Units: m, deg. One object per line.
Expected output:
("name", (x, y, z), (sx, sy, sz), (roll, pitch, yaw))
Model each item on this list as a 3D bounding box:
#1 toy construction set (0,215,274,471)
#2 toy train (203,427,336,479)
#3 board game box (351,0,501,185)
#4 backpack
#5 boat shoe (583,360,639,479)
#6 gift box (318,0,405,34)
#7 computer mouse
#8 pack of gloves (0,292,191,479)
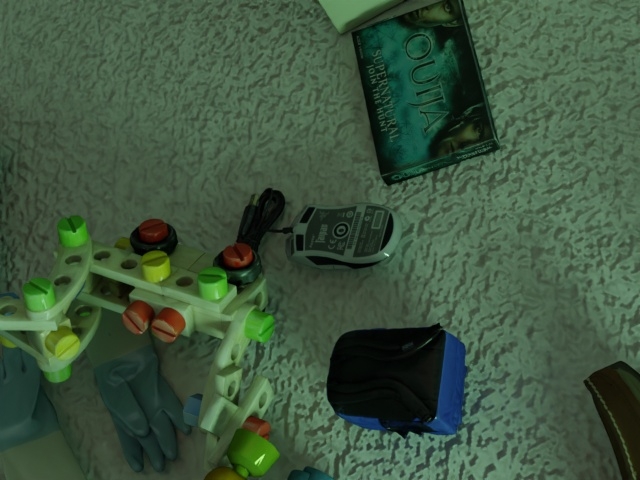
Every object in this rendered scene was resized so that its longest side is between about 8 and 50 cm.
("toy construction set", (-0.173, 0.086, 1.391), (0.327, 0.151, 0.215), (28, 45, 14))
("toy train", (-0.091, 0.230, 1.269), (0.105, 0.248, 0.143), (-15, 40, 59))
("board game box", (0.108, -0.159, 1.475), (0.126, 0.026, 0.186), (-18, 62, 14))
("backpack", (0.071, 0.137, 1.311), (0.120, 0.101, 0.098), (-1, 65, 26))
("boat shoe", (0.294, 0.252, 1.161), (0.120, 0.122, 0.324), (-32, 58, 9))
("gift box", (0.051, -0.397, 1.472), (0.255, 0.258, 0.276), (-32, 58, 6))
("computer mouse", (0.000, 0.000, 1.439), (0.193, 0.042, 0.106), (4, 64, 29))
("pack of gloves", (-0.247, 0.171, 1.467), (0.195, 0.046, 0.232), (-23, 59, -6))
